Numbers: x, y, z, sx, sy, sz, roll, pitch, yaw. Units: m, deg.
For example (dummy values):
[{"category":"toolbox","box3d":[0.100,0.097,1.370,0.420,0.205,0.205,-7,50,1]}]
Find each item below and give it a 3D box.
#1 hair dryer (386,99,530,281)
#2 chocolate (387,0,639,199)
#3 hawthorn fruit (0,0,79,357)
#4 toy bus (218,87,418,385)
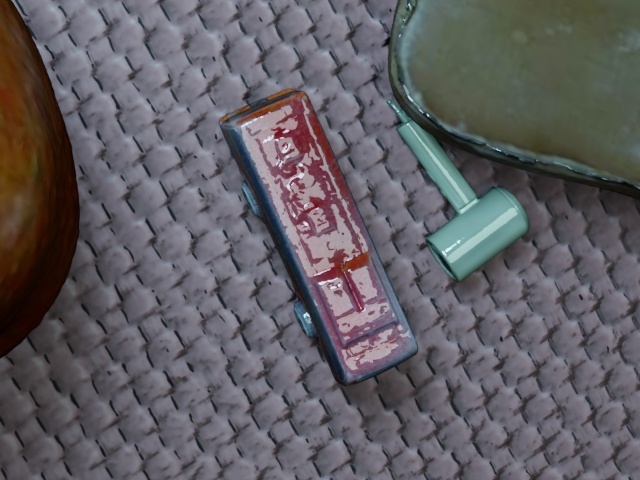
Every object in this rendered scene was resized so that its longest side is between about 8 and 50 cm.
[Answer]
[{"category":"hair dryer","box3d":[0.078,-0.039,1.089,0.063,0.038,0.124,-37,94,-7]},{"category":"chocolate","box3d":[0.158,-0.104,1.076,0.261,0.083,0.161,20,72,-13]},{"category":"hawthorn fruit","box3d":[-0.268,-0.041,0.907,0.295,0.295,0.311,22,66,-12]},{"category":"toy bus","box3d":[0.000,0.000,1.052,0.065,0.077,0.192,-25,97,-6]}]
